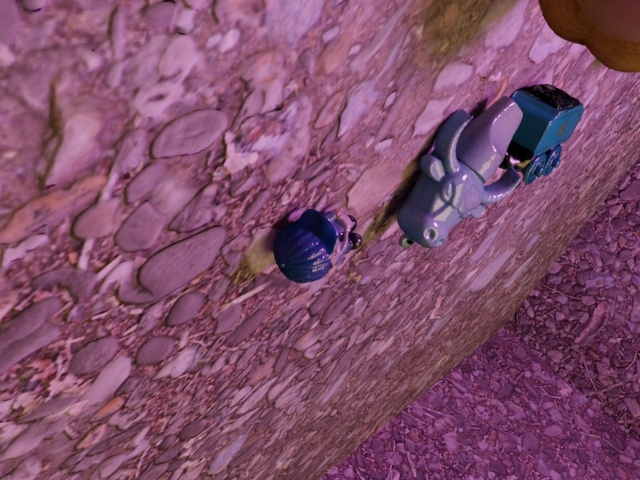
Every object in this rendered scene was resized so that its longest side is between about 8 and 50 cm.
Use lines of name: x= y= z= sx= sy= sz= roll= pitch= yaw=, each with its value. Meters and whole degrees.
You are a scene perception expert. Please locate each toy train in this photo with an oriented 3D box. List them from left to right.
toy train: x=0.363 y=-0.183 z=1.106 sx=0.198 sy=0.107 sz=0.154 roll=-23 pitch=140 yaw=-46

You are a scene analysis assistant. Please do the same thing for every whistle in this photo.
whistle: x=0.209 y=-0.097 z=0.986 sx=0.186 sy=0.093 sz=0.274 roll=34 pitch=96 yaw=-41

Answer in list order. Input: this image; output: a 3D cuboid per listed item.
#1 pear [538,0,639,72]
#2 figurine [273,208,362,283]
pear: x=0.357 y=-0.311 z=0.675 sx=0.271 sy=0.271 sz=0.271 roll=-39 pitch=156 yaw=-20
figurine: x=0.000 y=0.000 z=0.804 sx=0.087 sy=0.086 sz=0.149 roll=-12 pitch=-175 yaw=24
